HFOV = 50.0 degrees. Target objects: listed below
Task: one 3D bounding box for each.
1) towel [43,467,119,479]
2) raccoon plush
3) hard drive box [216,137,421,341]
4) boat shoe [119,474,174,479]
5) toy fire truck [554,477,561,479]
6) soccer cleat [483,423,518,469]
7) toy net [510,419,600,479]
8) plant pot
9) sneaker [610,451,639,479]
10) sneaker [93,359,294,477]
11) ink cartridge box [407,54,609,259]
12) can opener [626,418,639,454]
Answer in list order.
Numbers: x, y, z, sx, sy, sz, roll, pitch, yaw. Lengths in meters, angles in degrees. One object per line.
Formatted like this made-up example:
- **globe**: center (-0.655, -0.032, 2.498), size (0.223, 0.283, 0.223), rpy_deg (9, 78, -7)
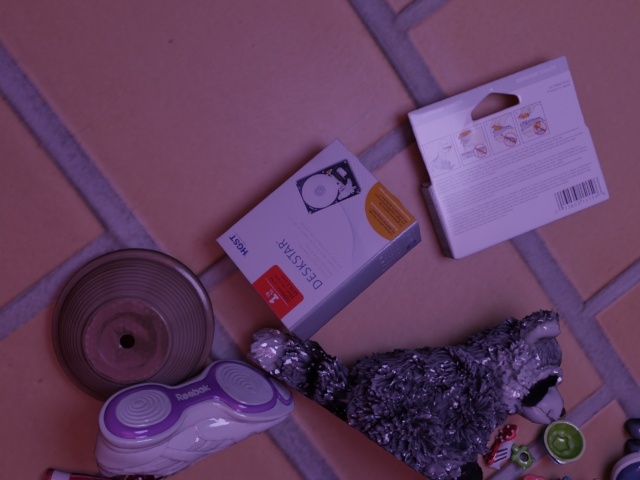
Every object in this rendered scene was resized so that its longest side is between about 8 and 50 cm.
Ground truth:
- **towel**: center (-0.280, 0.493, 1.042), size (0.328, 0.037, 0.237), rpy_deg (14, 88, -8)
- **raccoon plush**: center (0.154, 0.166, 1.019), size (0.446, 0.216, 0.299), rpy_deg (34, 81, -10)
- **hard drive box**: center (0.000, 0.000, 0.992), size (0.232, 0.089, 0.181), rpy_deg (-41, 69, -4)
- **boat shoe**: center (-0.239, 0.338, 1.030), size (0.135, 0.045, 0.050), rpy_deg (-35, 84, -19)
- **toy fire truck**: center (0.410, 0.546, 1.128), size (0.217, 0.159, 0.246), rpy_deg (-25, 55, -6)
- **soccer cleat**: center (0.305, 0.342, 1.137), size (0.035, 0.029, 0.083), rpy_deg (33, 92, -19)
- **toy net**: center (0.408, 0.413, 1.098), size (0.122, 0.045, 0.232), rpy_deg (-22, 65, -12)
- **plant pot**: center (-0.271, 0.134, 0.988), size (0.237, 0.110, 0.238), rpy_deg (-1, 96, -9)
- **sneaker**: center (0.586, 0.514, 1.114), size (0.131, 0.148, 0.350), rpy_deg (-26, 100, 16)
- **sneaker**: center (-0.182, 0.262, 0.999), size (0.305, 0.114, 0.152), rpy_deg (-2, 132, -35)
- **ink cartridge box**: center (0.288, -0.128, 1.078), size (0.275, 0.060, 0.239), rpy_deg (-21, 97, -6)
- **can opener**: center (0.660, 0.331, 1.168), size (0.280, 0.093, 0.074), rpy_deg (-4, 94, 0)
